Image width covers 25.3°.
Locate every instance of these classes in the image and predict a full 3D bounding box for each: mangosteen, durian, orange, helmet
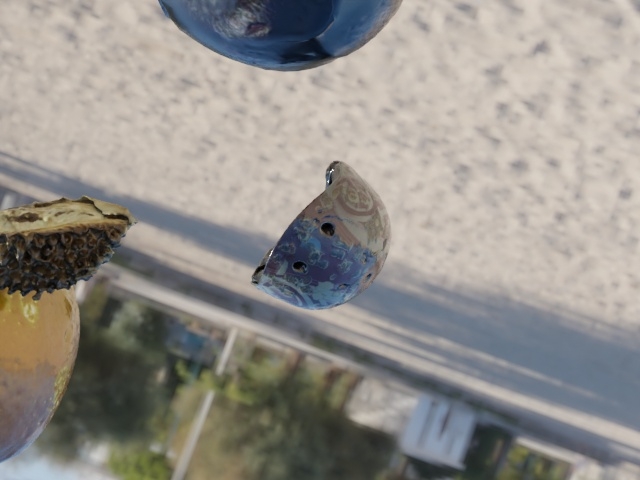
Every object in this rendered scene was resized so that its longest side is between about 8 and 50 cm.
[{"bbox_3d":[-0.024,-0.287,1.237,0.233,0.288,0.287,-5,169,13],"label":"mangosteen"},{"bbox_3d":[-0.189,0.005,0.974,0.130,0.052,0.066,-5,-152,3],"label":"durian"},{"bbox_3d":[-0.262,0.079,1.065,0.158,0.179,0.237,30,-173,-9],"label":"orange"},{"bbox_3d":[0.013,0.008,1.428,0.107,0.153,0.177,38,-171,-3],"label":"helmet"}]
